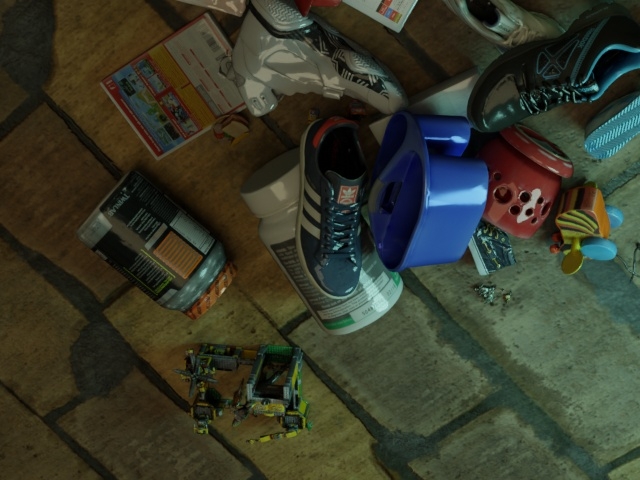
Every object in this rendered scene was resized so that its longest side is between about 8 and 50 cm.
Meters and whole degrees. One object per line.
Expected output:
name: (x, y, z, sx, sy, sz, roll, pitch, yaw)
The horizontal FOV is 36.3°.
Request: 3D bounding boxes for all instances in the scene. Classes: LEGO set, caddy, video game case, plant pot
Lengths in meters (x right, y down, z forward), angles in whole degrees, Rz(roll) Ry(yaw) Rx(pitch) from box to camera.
LEGO set: (0.373, 0.117, 2.116, 0.083, 0.023, 0.054, -2, 116, 10)
caddy: (0.178, -0.092, 1.857, 0.179, 0.241, 0.341, -4, 142, -16)
video game case: (-0.284, -0.313, 2.003, 0.285, 0.025, 0.204, -28, 110, 21)
LEGO set: (-0.177, 0.370, 2.239, 0.332, 0.192, 0.254, 11, 118, 4)
plant pot: (0.381, -0.126, 1.904, 0.191, 0.191, 0.174, 30, 109, -6)

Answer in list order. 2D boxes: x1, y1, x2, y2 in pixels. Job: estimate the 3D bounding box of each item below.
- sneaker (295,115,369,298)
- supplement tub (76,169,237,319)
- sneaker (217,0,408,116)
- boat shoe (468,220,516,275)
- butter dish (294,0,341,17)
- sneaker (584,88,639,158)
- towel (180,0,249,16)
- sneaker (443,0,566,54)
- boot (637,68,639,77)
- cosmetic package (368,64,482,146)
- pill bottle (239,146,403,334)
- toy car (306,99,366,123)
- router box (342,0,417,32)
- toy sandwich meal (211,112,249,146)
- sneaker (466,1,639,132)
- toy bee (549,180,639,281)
sneaker: (0.032, -0.064, 1.832, 0.131, 0.148, 0.349, -6, 89, -24)
supplement tub: (-0.344, 0.015, 2.086, 0.316, 0.193, 0.193, 42, 116, -12)
sneaker: (-0.020, -0.309, 1.892, 0.366, 0.137, 0.210, 35, 111, -3)
boat shoe: (0.345, -0.015, 2.035, 0.083, 0.065, 0.183, -19, 118, 15)
butter dish: (0.021, -0.480, 1.721, 0.118, 0.159, 0.160, 9, 121, -21)
sneaker: (0.600, -0.249, 1.848, 0.229, 0.092, 0.087, -31, 112, 27)
towel: (-0.260, -0.618, 1.829, 0.317, 0.053, 0.331, 16, 119, 0)
sneaker: (0.348, -0.388, 1.800, 0.297, 0.129, 0.111, 28, 114, -12)
boot: (0.673, -0.388, 1.778, 0.165, 0.077, 0.213, 6, 124, 7)
cosmetic package: (0.224, -0.248, 1.932, 0.239, 0.060, 0.098, -23, 112, 19)
pill bottle: (0.000, 0.000, 2.016, 0.204, 0.204, 0.361, -26, 111, 20)
toy car: (0.031, -0.261, 1.963, 0.122, 0.060, 0.040, -1, 85, 3)
router box: (0.098, -0.598, 1.762, 0.301, 0.082, 0.335, 29, 118, -6)
toy sandwich meal: (-0.184, -0.227, 2.012, 0.086, 0.029, 0.085, -6, 140, -5)
sneaker: (0.418, -0.292, 1.738, 0.341, 0.139, 0.125, -33, 132, 13)
toy bee: (0.523, -0.002, 1.957, 0.162, 0.195, 0.298, -1, 131, 37)
